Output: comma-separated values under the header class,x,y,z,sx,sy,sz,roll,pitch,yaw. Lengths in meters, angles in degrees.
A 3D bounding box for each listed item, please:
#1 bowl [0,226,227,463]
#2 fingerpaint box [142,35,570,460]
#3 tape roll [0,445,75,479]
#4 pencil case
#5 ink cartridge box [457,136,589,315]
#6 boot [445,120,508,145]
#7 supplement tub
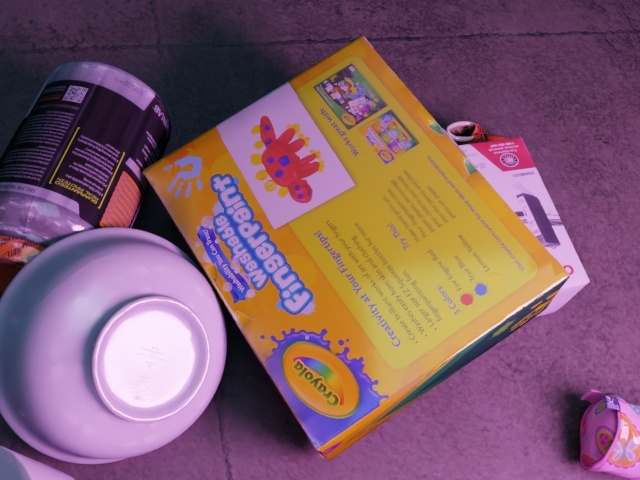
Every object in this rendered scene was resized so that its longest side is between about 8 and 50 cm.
class,x,y,z,sx,sy,sz,roll,pitch,yaw
bowl,-0.223,0.131,0.841,0.297,0.134,0.298,0,90,-36
fingerpaint box,0.035,0.002,0.970,0.371,0.163,0.445,-34,68,-7
tape roll,-0.359,0.356,0.710,0.286,0.100,0.286,-15,53,20
pencil case,0.510,0.301,1.006,0.284,0.124,0.124,17,60,-1
ink cartridge box,0.265,-0.012,1.123,0.197,0.114,0.273,-10,66,-17
boot,0.274,-0.169,1.229,0.157,0.085,0.059,-3,61,-16
supplement tub,-0.342,-0.074,0.976,0.193,0.193,0.316,17,59,-3
